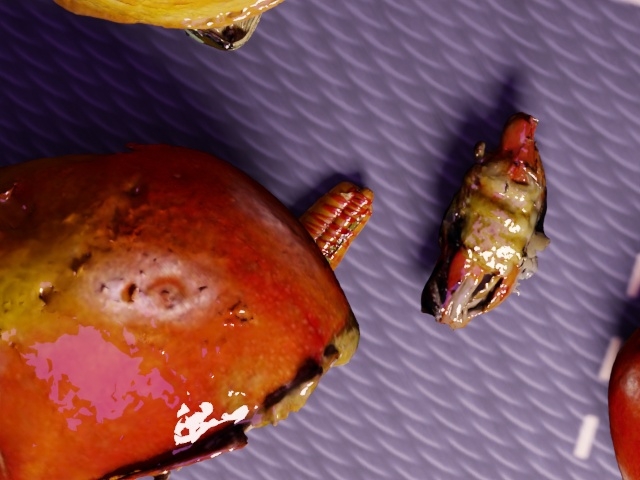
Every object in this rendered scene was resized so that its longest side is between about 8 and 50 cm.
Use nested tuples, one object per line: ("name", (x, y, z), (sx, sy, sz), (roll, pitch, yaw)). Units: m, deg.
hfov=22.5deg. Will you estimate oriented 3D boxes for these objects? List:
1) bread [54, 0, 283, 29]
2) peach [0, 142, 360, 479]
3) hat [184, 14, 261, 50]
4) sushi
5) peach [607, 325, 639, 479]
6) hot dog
("bread", (-0.153, -0.374, 1.465), (0.358, 0.204, 0.336), (7, 83, 13))
("peach", (-0.177, 0.084, 1.483), (0.417, 0.339, 0.353), (12, 101, -3))
("hat", (-0.100, -0.225, 1.578), (0.077, 0.059, 0.076), (28, 82, -8))
("sushi", (0.177, -0.015, 1.583), (0.097, 0.103, 0.226), (24, 102, 25))
("peach", (0.385, 0.175, 1.550), (0.244, 0.199, 0.243), (2, 97, 12))
("hot dog", (0.000, 0.000, 1.616), (0.062, 0.038, 0.144), (42, 97, -4))
